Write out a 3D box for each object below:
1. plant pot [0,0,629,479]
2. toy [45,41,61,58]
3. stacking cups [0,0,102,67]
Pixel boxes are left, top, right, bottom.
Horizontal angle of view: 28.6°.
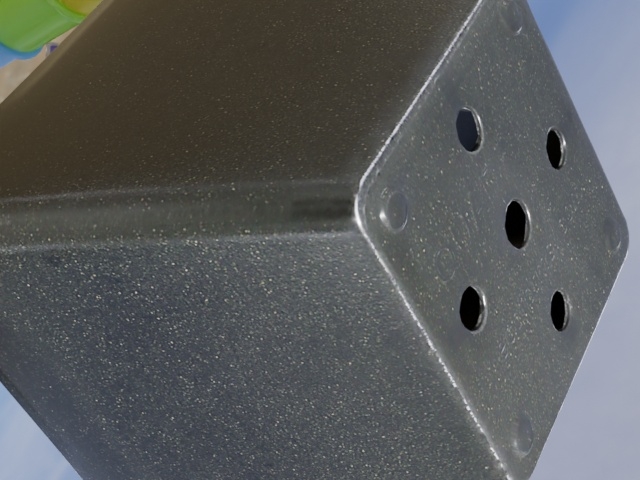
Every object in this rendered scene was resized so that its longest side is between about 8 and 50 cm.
[{"bbox_3d":[0.000,0.000,0.457,0.167,0.187,0.188,-4,-141,40],"label":"plant pot"},{"bbox_3d":[-0.103,-0.131,1.012,0.137,0.237,0.056,-100,-167,-47],"label":"toy"},{"bbox_3d":[-0.248,-0.151,0.913,0.316,0.096,0.096,-27,-157,27],"label":"stacking cups"}]
